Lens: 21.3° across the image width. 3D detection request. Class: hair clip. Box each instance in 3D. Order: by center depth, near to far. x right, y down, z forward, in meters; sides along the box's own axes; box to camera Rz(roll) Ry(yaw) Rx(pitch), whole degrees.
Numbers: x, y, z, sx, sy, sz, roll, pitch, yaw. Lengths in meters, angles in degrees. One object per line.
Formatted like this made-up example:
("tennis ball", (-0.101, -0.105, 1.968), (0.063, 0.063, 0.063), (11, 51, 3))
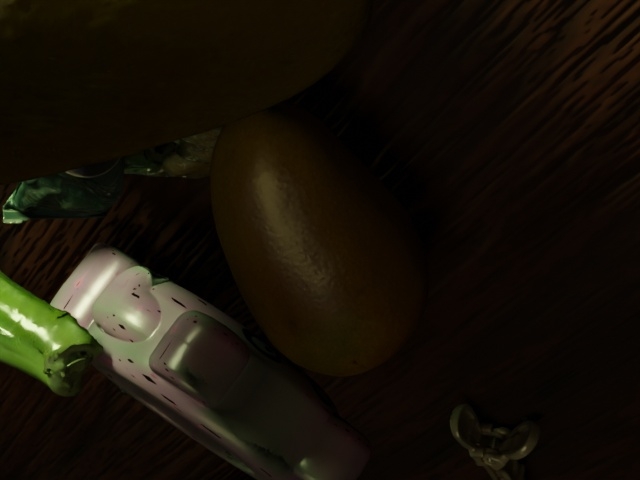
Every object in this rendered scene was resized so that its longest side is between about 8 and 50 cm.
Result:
("hair clip", (0.161, 0.209, 1.434), (0.072, 0.034, 0.226), (7, 145, 21))

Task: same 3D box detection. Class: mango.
("mango", (-0.149, -0.138, 0.944), (0.365, 0.182, 0.253), (3, 142, -7))
("mango", (0.000, 0.000, 1.155), (0.138, 0.113, 0.253), (13, 144, 29))

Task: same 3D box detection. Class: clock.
("clock", (-0.082, 0.106, 1.301), (0.227, 0.090, 0.248), (40, 169, -26))

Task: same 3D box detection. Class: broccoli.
("broccoli", (-0.289, 0.023, 1.274), (0.304, 0.145, 0.165), (30, 166, 20))

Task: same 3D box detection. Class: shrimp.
("shrimp", (-0.153, -0.089, 1.181), (0.217, 0.051, 0.150), (12, 154, 17))

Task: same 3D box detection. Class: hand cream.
("hand cream", (-0.175, -0.042, 1.185), (0.075, 0.052, 0.248), (23, 162, -9))
